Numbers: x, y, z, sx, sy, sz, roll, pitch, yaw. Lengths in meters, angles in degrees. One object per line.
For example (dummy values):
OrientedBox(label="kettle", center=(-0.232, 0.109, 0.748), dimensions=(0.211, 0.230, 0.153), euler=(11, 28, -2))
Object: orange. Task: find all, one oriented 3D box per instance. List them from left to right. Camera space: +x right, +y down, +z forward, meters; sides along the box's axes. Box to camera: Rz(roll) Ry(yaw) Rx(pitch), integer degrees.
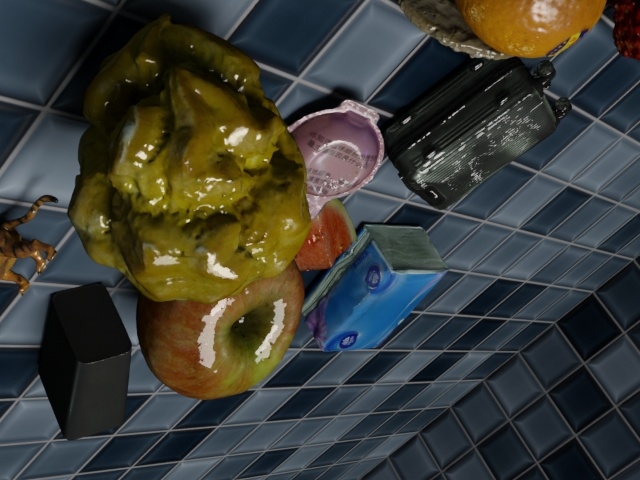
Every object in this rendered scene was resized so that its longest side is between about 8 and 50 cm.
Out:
OrientedBox(label="orange", center=(0.282, -0.354, 1.184), dimensions=(0.219, 0.219, 0.193), euler=(-17, 178, -25))

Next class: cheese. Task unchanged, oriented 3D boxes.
OrientedBox(label="cheese", center=(-0.006, -0.108, 1.413), dimensions=(0.189, 0.074, 0.286), euler=(17, 127, -26))

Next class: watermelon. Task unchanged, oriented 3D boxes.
OrientedBox(label="watermelon", center=(-0.011, -0.016, 1.584), dimensions=(0.193, 0.137, 0.145), euler=(-52, 176, 33))

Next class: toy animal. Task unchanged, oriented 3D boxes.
OrientedBox(label="toy animal", center=(-0.440, 0.015, 1.227), dimensions=(0.116, 0.114, 0.255), euler=(37, 110, -15))

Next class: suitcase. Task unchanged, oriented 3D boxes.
OrientedBox(label="suitcase", center=(0.267, -0.197, 1.512), dimensions=(0.312, 0.128, 0.202), euler=(-37, 152, 12))

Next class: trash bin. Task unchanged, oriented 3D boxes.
OrientedBox(label="trash bin", center=(-0.399, 0.204, 1.484), dimensions=(0.115, 0.165, 0.225), euler=(-13, 145, -29))

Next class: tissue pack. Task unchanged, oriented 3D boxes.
OrientedBox(label="tissue pack", center=(0.110, 0.101, 1.828), dimensions=(0.198, 0.146, 0.263), euler=(2, 139, -45))

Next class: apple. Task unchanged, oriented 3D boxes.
OrientedBox(label="apple", center=(-0.181, 0.110, 1.483), dimensions=(0.277, 0.250, 0.309), euler=(30, 95, -43))

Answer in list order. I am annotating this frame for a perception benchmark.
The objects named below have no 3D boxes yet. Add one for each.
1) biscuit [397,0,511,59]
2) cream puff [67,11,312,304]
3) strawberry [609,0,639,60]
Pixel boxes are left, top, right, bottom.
OrientedBox(label="biscuit", center=(0.238, -0.316, 1.283), dimensions=(0.250, 0.133, 0.032), euler=(-13, 153, -31))
OrientedBox(label="cream puff", center=(-0.146, -0.103, 1.041), dimensions=(0.291, 0.324, 0.257), euler=(5, 141, -11))
OrientedBox(label="strawberry", center=(0.624, -0.426, 1.383), dimensions=(0.292, 0.292, 0.343), euler=(-21, 168, -18))
